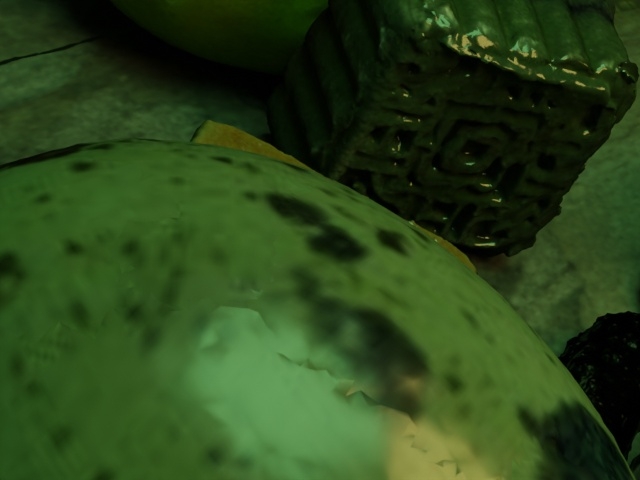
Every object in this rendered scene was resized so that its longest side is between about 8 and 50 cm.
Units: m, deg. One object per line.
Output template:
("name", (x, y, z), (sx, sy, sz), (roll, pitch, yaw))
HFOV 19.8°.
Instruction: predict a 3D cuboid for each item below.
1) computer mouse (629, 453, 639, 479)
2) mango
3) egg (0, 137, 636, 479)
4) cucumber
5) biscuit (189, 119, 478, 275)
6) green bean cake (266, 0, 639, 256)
("computer mouse", (0.234, 0.135, 1.081), (0.135, 0.047, 0.079), (-30, 57, -34))
("mango", (-0.037, -0.199, 1.156), (0.273, 0.149, 0.185), (16, 56, -29))
("egg", (-0.025, 0.121, 0.744), (0.379, 0.288, 0.288), (27, 41, -1))
("cucumber", (0.136, 0.113, 1.024), (0.072, 0.072, 0.300), (37, 41, 5))
("biscuit", (0.000, 0.000, 1.059), (0.188, 0.056, 0.052), (30, 42, -6))
("green bean cake", (0.077, -0.079, 1.096), (0.181, 0.173, 0.094), (14, 41, -25))
